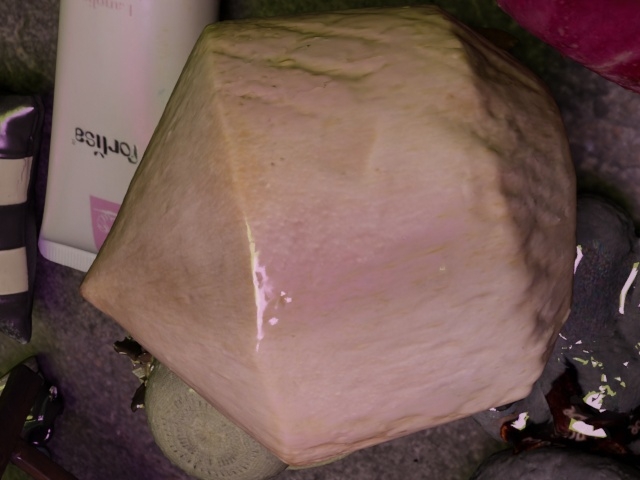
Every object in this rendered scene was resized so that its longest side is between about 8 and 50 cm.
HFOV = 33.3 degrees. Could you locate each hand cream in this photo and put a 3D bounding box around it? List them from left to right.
[{"bbox_3d":[-0.157,-0.113,0.896,0.186,0.118,0.358,15,119,12],"label":"hand cream"}]

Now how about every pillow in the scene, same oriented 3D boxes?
[{"bbox_3d":[-0.330,-0.039,0.983,0.186,0.106,0.249,21,117,23],"label":"pillow"}]

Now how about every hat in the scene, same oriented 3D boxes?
[{"bbox_3d":[-0.069,0.125,0.887,0.257,0.130,0.257,7,118,13],"label":"hat"}]

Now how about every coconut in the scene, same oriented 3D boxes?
[{"bbox_3d":[0.000,0.000,0.710,0.329,0.329,0.328,6,108,20],"label":"coconut"}]

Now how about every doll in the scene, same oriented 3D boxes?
[{"bbox_3d":[0.203,0.138,0.795,0.246,0.158,0.340,15,109,6],"label":"doll"}]

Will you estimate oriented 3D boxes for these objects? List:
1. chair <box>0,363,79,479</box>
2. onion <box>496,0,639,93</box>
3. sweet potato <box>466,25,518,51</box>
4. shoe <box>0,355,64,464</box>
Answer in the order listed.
[{"bbox_3d":[-0.286,0.346,0.877,0.203,0.416,0.240,-28,117,26],"label":"chair"},{"bbox_3d":[0.194,-0.219,0.656,0.256,0.230,0.272,20,119,16],"label":"onion"},{"bbox_3d":[0.040,-0.091,0.849,0.078,0.058,0.255,39,114,-11],"label":"sweet potato"},{"bbox_3d":[-0.309,0.198,1.070,0.099,0.071,0.169,43,114,-1],"label":"shoe"}]
